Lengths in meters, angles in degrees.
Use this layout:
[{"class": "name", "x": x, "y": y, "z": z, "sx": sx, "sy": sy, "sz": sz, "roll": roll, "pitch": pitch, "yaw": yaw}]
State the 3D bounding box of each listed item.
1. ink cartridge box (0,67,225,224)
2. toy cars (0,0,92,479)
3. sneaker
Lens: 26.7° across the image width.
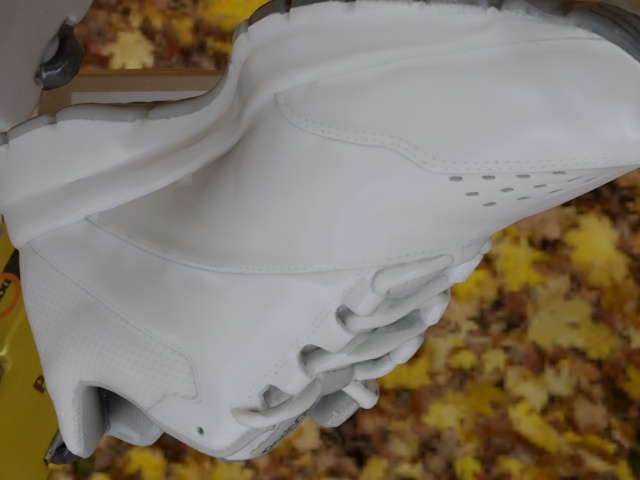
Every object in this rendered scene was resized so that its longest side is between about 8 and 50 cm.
[{"class": "ink cartridge box", "x": -0.152, "y": -0.029, "z": 0.981, "sx": 0.088, "sy": 0.193, "sz": 0.235, "roll": 7, "pitch": -170, "yaw": 32}, {"class": "toy cars", "x": -0.157, "y": -0.057, "z": 0.694, "sx": 0.087, "sy": 0.176, "sz": 0.393, "roll": 16, "pitch": 114, "yaw": 32}, {"class": "sneaker", "x": 0.000, "y": 0.000, "z": 0.422, "sx": 0.111, "sy": 0.129, "sz": 0.297, "roll": -4, "pitch": 172, "yaw": -39}]
